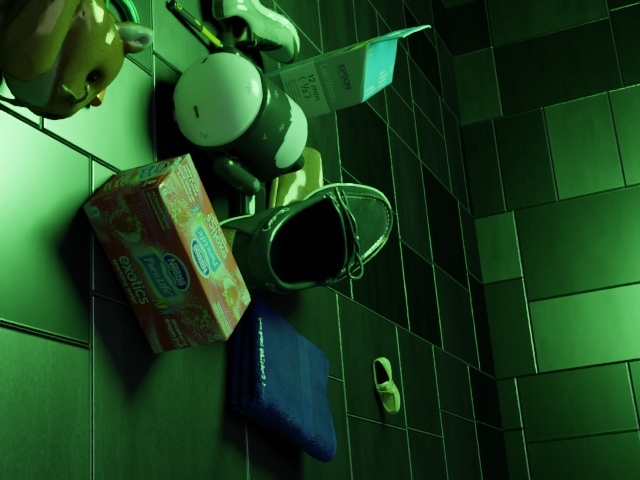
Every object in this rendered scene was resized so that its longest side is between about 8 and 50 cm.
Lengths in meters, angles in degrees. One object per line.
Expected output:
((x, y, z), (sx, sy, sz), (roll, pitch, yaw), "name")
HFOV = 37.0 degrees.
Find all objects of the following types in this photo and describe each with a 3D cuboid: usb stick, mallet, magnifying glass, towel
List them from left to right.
((-0.318, -0.291, 1.443), (0.092, 0.026, 0.231), (57, 28, -44), "magnifying glass")
((-0.214, -0.391, 1.746), (0.189, 0.039, 0.062), (43, 41, -50), "mallet")
((-0.136, -0.152, 1.799), (0.077, 0.045, 0.278), (28, 53, -54), "usb stick")
((-0.069, 0.254, 1.724), (0.308, 0.076, 0.228), (49, 28, -51), "towel")

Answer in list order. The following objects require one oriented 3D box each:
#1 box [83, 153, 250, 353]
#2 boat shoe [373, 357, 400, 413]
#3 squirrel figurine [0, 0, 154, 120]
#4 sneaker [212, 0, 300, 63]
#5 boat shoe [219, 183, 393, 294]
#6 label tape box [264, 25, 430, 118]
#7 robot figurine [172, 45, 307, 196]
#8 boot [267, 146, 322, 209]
((-0.216, 0.021, 1.385), (0.123, 0.128, 0.257), (-63, 137, -59), "box")
((0.150, 0.343, 2.260), (0.045, 0.050, 0.135), (19, 51, -62), "boat shoe")
((-0.335, -0.344, 1.101), (0.370, 0.281, 0.397), (53, 35, -60), "squirrel figurine")
((-0.135, -0.417, 1.895), (0.271, 0.100, 0.108), (35, 58, -53), "sneaker")
((0.000, 0.000, 1.723), (0.500, 0.156, 0.187), (-15, 99, -51), "boat shoe")
((0.046, -0.330, 1.934), (0.249, 0.347, 0.115), (-45, 121, -65), "label tape box")
((-0.135, -0.204, 1.651), (0.209, 0.173, 0.278), (48, 7, 36), "robot figurine")
((-0.048, -0.050, 1.842), (0.112, 0.115, 0.305), (98, -7, -68), "boot")
